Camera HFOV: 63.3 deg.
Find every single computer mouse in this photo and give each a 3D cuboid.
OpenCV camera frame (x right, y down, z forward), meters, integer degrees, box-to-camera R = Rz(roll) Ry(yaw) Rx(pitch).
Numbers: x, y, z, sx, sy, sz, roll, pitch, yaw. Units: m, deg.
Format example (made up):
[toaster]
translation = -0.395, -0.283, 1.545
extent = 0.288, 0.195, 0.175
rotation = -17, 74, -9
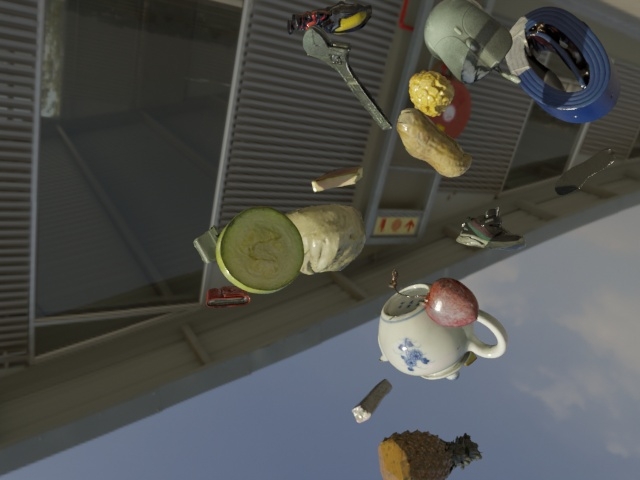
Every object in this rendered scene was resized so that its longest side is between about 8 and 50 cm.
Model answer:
[computer mouse]
translation = 0.362, -0.490, 1.267
extent = 0.090, 0.167, 0.379
rotation = 17, -148, -43

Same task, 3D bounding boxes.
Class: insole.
[insole]
translation = 0.738, -0.191, 1.456
extent = 0.004, 0.188, 0.064
rotation = -1, -119, -37

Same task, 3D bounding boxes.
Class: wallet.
[wallet]
translation = -0.319, 0.190, 1.786
extent = 0.142, 0.045, 0.204
rotation = -2, -176, -11

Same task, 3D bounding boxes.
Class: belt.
[belt]
translation = 0.648, -0.470, 1.402
extent = 0.117, 0.212, 0.347
rotation = 12, -135, -46

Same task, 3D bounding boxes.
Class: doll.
[doll]
translation = 0.034, -0.615, 1.449
extent = 0.248, 0.088, 0.127
rotation = -17, -143, -19

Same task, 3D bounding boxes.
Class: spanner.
[spanner]
translation = 0.068, -0.319, 1.059
extent = 0.093, 0.026, 0.325
rotation = 5, 159, 36

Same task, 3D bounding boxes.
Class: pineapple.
[pineapple]
translation = 0.356, 0.687, 1.635
extent = 0.362, 0.202, 0.202
rotation = -1, -156, -27

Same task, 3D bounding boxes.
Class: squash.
[squash]
translation = -0.168, 0.030, 1.486
extent = 0.252, 0.252, 0.049
rotation = 5, 164, -21

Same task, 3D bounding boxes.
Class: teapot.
[teapot]
translation = 0.297, 0.264, 1.383
extent = 0.424, 0.280, 0.252
rotation = -18, -160, 45

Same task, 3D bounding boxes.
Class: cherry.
[cherry]
translation = 0.240, 0.113, 1.119
extent = 0.225, 0.107, 0.090
rotation = 28, -130, 32

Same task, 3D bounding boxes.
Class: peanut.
[peanut]
translation = 0.257, -0.223, 1.196
extent = 0.214, 0.099, 0.099
rotation = 30, -164, -15

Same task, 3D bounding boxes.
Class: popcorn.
[popcorn]
translation = 0.401, -0.538, 1.880
extent = 0.180, 0.180, 0.170
rotation = -7, 180, -44

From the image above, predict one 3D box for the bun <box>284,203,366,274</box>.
[bun]
translation = 0.000, 0.000, 1.812
extent = 0.326, 0.235, 0.362
rotation = -8, 174, -43

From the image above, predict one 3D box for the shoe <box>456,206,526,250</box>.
[shoe]
translation = 0.393, -0.029, 1.195
extent = 0.071, 0.099, 0.169
rotation = 7, -178, -40

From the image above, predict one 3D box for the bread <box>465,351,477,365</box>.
[bread]
translation = 0.438, 0.368, 1.741
extent = 0.088, 0.049, 0.226
rotation = -25, -171, -25

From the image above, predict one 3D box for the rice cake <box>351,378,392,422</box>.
[rice cake]
translation = 0.210, 0.629, 2.053
extent = 0.064, 0.070, 0.399
rotation = 53, -163, 12

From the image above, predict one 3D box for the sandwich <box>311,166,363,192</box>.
[sandwich]
translation = 0.084, -0.251, 2.097
extent = 0.162, 0.058, 0.193
rotation = 2, -156, 45

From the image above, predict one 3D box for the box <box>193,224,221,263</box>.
[box]
translation = -0.388, 0.022, 1.837
extent = 0.092, 0.124, 0.172
rotation = -29, -176, -15
